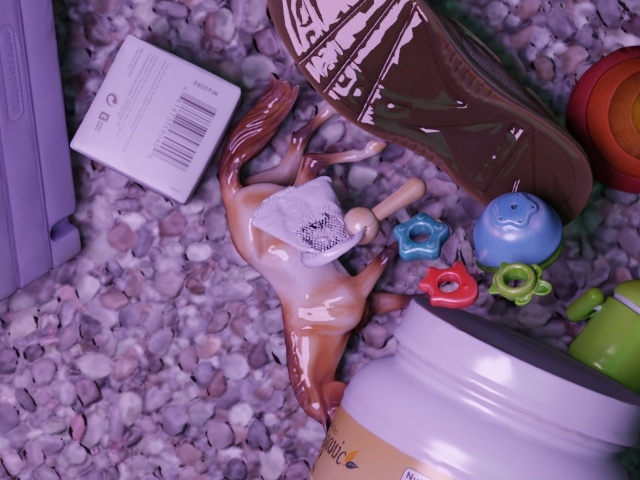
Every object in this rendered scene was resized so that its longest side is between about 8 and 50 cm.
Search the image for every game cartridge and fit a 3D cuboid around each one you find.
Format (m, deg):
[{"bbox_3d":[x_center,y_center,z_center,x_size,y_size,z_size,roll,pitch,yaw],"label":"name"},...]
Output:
[{"bbox_3d":[-0.281,-0.103,1.291,0.068,0.230,0.355,21,126,35],"label":"game cartridge"}]

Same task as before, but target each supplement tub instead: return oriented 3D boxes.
[{"bbox_3d":[0.092,0.223,1.351,0.228,0.228,0.316,24,95,-2],"label":"supplement tub"}]

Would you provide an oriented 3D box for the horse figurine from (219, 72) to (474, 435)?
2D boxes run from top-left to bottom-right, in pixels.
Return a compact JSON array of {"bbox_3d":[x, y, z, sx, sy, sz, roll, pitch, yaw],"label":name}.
[{"bbox_3d":[0.000,0.000,1.437,0.174,0.066,0.263,-35,97,-3],"label":"horse figurine"}]

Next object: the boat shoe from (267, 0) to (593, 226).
[{"bbox_3d":[0.086,-0.124,1.426,0.302,0.098,0.109,37,106,-4],"label":"boat shoe"}]

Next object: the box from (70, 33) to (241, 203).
[{"bbox_3d":[-0.126,-0.093,1.421,0.102,0.087,0.101,27,89,-1],"label":"box"}]

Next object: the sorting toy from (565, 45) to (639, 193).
[{"bbox_3d":[0.332,0.004,1.421,0.127,0.126,0.365,-35,91,-2],"label":"sorting toy"}]

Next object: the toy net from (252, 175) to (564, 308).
[{"bbox_3d":[0.062,0.008,1.359,0.232,0.045,0.122,2,52,14],"label":"toy net"}]

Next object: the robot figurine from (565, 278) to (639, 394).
[{"bbox_3d":[0.242,0.080,1.446,0.101,0.067,0.115,37,89,-4],"label":"robot figurine"}]
